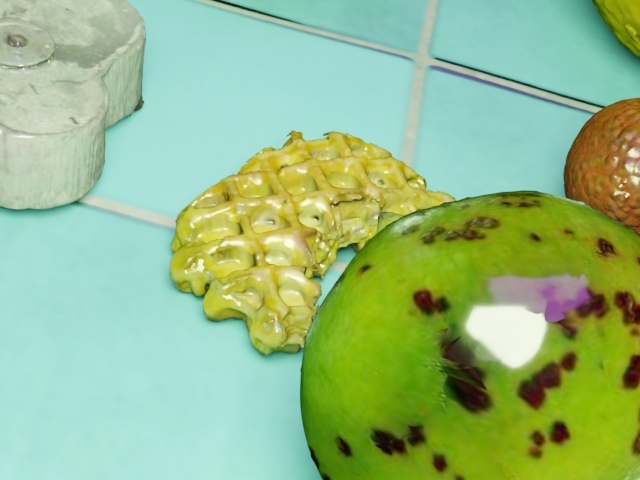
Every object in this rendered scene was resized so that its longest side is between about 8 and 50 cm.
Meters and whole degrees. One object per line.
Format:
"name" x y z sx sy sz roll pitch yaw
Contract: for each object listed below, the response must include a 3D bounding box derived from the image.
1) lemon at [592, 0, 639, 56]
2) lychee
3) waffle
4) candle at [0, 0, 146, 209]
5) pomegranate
"lemon" 0.350 -0.271 1.070 0.336 0.336 0.336 10 42 -9
"lychee" 0.218 -0.036 0.954 0.101 0.140 0.114 -36 75 -2
"waffle" 0.001 -0.003 0.873 0.149 0.051 0.194 34 44 20
"candle" -0.202 -0.105 0.902 0.168 0.068 0.192 15 38 -1
"pomegranate" 0.089 0.061 0.727 0.211 0.211 0.263 4 32 -15
